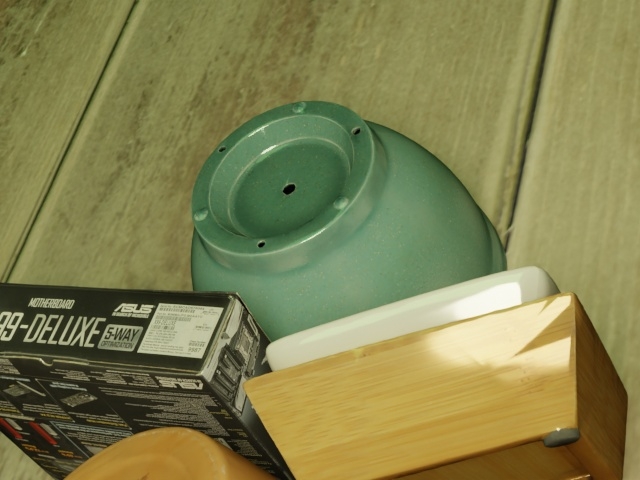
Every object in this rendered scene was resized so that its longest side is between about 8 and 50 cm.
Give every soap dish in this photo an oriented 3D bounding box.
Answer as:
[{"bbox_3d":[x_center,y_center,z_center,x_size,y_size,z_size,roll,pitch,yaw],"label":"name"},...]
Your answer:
[{"bbox_3d":[0.104,0.133,0.937,0.229,0.291,0.118,-17,65,14],"label":"soap dish"}]

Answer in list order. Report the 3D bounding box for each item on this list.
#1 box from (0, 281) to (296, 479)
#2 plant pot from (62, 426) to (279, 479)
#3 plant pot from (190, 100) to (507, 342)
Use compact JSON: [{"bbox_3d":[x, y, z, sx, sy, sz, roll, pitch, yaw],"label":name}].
[{"bbox_3d":[-0.159,0.136,1.089,0.307,0.242,0.076,1,54,30],"label":"box"},{"bbox_3d":[-0.098,0.275,0.918,0.291,0.203,0.291,-26,32,18],"label":"plant pot"},{"bbox_3d":[0.000,0.000,1.152,0.293,0.196,0.293,-15,47,17],"label":"plant pot"}]
